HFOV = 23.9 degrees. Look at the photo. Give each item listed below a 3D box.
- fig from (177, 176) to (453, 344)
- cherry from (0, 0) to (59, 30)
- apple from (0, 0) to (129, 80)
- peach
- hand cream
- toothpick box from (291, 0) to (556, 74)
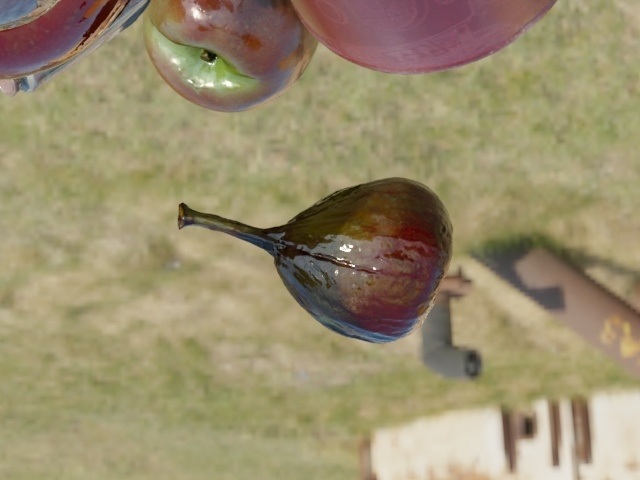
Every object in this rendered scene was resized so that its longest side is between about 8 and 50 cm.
[{"bbox_3d":[0.000,0.025,1.629,0.290,0.191,0.191,-8,163,-2],"label":"fig"},{"bbox_3d":[-0.226,-0.198,0.931,0.176,0.176,0.140,6,137,-26],"label":"cherry"},{"bbox_3d":[-0.268,-0.262,1.244,0.260,0.260,0.216,-2,-166,0],"label":"apple"},{"bbox_3d":[-0.107,-0.296,1.922,0.252,0.252,0.252,-2,163,-1],"label":"peach"},{"bbox_3d":[-0.241,-0.205,1.531,0.209,0.043,0.067,-39,175,-38],"label":"hand cream"},{"bbox_3d":[0.020,-0.252,0.816,0.204,0.204,0.333,-8,156,17],"label":"toothpick box"}]
